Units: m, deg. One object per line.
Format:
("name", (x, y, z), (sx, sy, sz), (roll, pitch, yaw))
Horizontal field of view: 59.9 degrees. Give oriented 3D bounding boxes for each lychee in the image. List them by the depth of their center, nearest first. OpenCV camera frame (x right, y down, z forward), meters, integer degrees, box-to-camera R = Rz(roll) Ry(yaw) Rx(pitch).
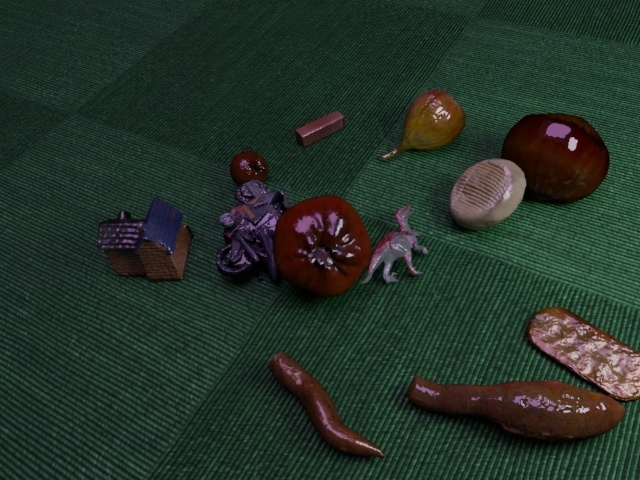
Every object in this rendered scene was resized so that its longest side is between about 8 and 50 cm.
("lychee", (-0.192, -0.189, 1.484), (0.101, 0.114, 0.140), (-54, 29, 0))

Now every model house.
("model house", (-0.424, -0.012, 1.333), (0.183, 0.172, 0.166), (-4, 52, 5))

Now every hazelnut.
("hazelnut", (0.570, -0.197, 1.347), (0.252, 0.217, 0.217), (22, 53, -6))

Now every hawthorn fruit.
("hawthorn fruit", (0.000, 0.000, 1.253), (0.224, 0.223, 0.261), (-13, 17, -3))

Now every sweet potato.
("sweet potato", (0.354, 0.305, 1.019), (0.386, 0.109, 0.109), (3, 51, 11))
("sweet potato", (0.002, 0.329, 1.070), (0.067, 0.059, 0.281), (-7, 43, -47))

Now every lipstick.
("lipstick", (0.000, -0.327, 1.619), (0.145, 0.045, 0.045), (-28, 55, -17))

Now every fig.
("fig", (0.267, -0.300, 1.521), (0.257, 0.159, 0.159), (-36, 53, 0))

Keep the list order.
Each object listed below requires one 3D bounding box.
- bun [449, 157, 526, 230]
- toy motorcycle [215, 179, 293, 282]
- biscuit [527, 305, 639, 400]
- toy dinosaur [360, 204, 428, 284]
("bun", (0.400, -0.106, 1.325), (0.164, 0.111, 0.188), (30, 88, 51))
("toy motorcycle", (-0.151, -0.033, 1.360), (0.174, 0.108, 0.307), (4, 53, 4))
("biscuit", (0.534, 0.221, 1.111), (0.247, 0.029, 0.118), (35, 69, 30))
("toy dinosaur", (0.159, 0.022, 1.273), (0.242, 0.053, 0.167), (-22, 81, -32))
